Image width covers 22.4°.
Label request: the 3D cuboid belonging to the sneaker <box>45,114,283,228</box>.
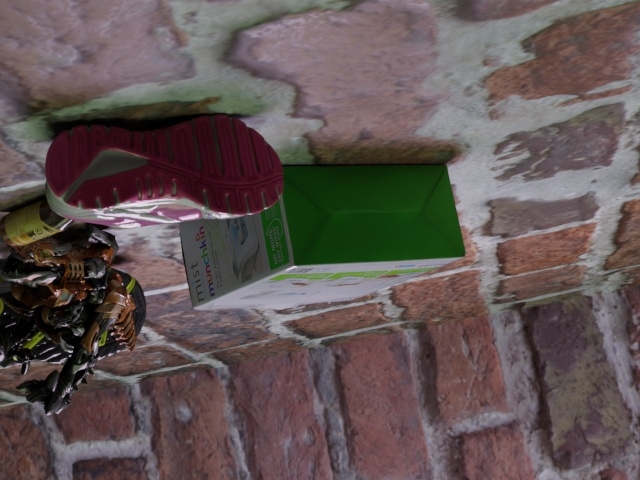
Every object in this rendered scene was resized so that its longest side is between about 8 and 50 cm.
[{"bbox_3d":[-0.160,-0.065,1.598,0.252,0.103,0.111,2,169,-25],"label":"sneaker"}]

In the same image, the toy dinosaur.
[{"bbox_3d":[-0.305,0.093,2.006,0.322,0.218,0.164,40,176,-42],"label":"toy dinosaur"}]

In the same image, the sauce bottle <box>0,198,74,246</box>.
[{"bbox_3d":[-0.299,-0.027,1.786,0.128,0.042,0.042,-18,167,36],"label":"sauce bottle"}]

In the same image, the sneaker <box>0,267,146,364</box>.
[{"bbox_3d":[-0.412,0.090,2.139,0.384,0.145,0.147,-3,-167,-35],"label":"sneaker"}]

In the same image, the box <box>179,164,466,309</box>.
[{"bbox_3d":[0.000,0.000,1.979,0.262,0.127,0.231,-3,168,-36],"label":"box"}]
